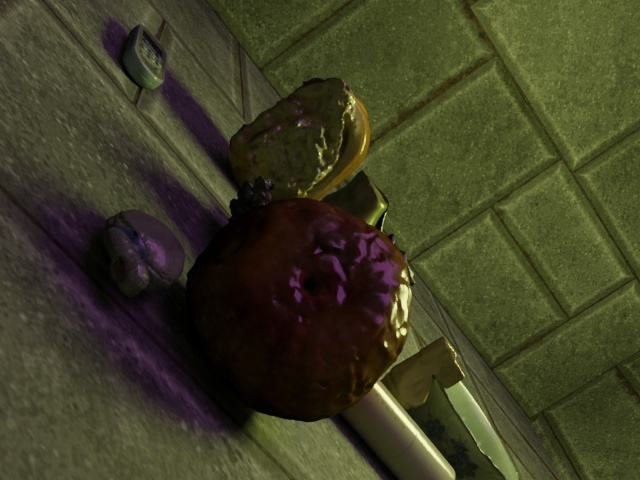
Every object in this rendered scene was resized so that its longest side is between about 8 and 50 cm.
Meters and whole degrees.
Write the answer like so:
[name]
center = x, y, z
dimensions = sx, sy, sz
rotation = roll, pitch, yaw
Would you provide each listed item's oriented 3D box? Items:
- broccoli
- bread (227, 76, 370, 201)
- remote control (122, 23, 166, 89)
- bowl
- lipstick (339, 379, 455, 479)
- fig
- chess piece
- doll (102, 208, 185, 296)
[broccoli]
center = -0.001, 0.031, 1.392
dimensions = 0.334, 0.272, 0.323
rotation = 18, 54, -69
[bread]
center = -0.028, -0.187, 1.775
dimensions = 0.211, 0.316, 0.270
rotation = 59, 4, 6
[remote control]
center = -0.339, -0.354, 1.600
dimensions = 0.087, 0.047, 0.244
rotation = 47, 13, -26
[bowl]
center = 0.246, 0.386, 1.624
dimensions = 0.313, 0.146, 0.313
rotation = 54, 9, -12
[lipstick]
center = 0.102, 0.304, 1.385
dimensions = 0.326, 0.087, 0.087
rotation = 51, 11, -19
[fig]
center = -0.033, 0.124, 1.115
dimensions = 0.286, 0.286, 0.368
rotation = 60, -20, 24
[chess piece]
center = 0.160, 0.256, 1.486
dimensions = 0.090, 0.200, 0.090
rotation = 53, 11, -15
[doll]
center = -0.204, 0.009, 0.960
dimensions = 0.103, 0.072, 0.214
rotation = 54, 6, -12
